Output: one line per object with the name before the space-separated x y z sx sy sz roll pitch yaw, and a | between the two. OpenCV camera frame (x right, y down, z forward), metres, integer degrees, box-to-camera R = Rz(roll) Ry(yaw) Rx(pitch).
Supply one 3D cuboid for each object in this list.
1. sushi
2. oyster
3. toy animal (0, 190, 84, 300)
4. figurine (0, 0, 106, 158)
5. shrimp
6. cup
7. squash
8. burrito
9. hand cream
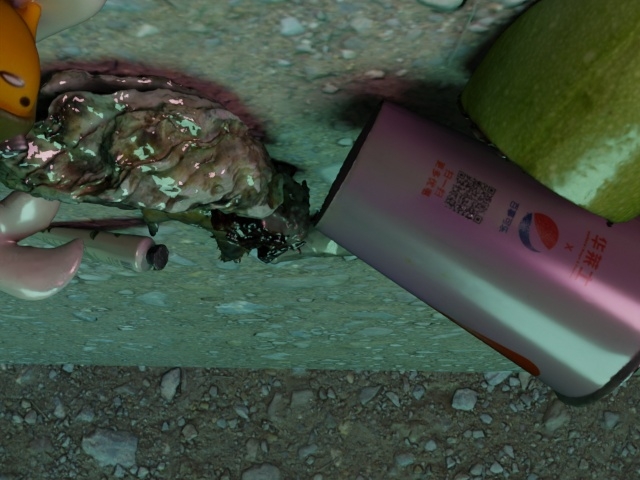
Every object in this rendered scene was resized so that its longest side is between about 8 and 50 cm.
sushi | -0.065 -0.032 0.865 0.084 0.098 0.094 -12 162 41
oyster | -0.164 -0.071 0.713 0.267 0.112 0.198 -1 164 -4
toy animal | -0.404 -0.025 0.746 0.247 0.183 0.310 -4 164 17
figurine | -0.263 -0.116 0.500 0.249 0.141 0.166 -5 165 17
shrimp | -0.162 -0.013 1.043 0.150 0.051 0.217 6 161 2
cup | 0.151 -0.002 0.707 0.288 0.203 0.203 28 160 -5
squash | 0.247 -0.154 0.570 0.189 0.189 0.261 12 125 -35
burrito | -0.001 0.000 1.056 0.203 0.064 0.064 -8 162 34
hand cream | -0.321 0.007 1.091 0.233 0.050 0.080 9 166 21
